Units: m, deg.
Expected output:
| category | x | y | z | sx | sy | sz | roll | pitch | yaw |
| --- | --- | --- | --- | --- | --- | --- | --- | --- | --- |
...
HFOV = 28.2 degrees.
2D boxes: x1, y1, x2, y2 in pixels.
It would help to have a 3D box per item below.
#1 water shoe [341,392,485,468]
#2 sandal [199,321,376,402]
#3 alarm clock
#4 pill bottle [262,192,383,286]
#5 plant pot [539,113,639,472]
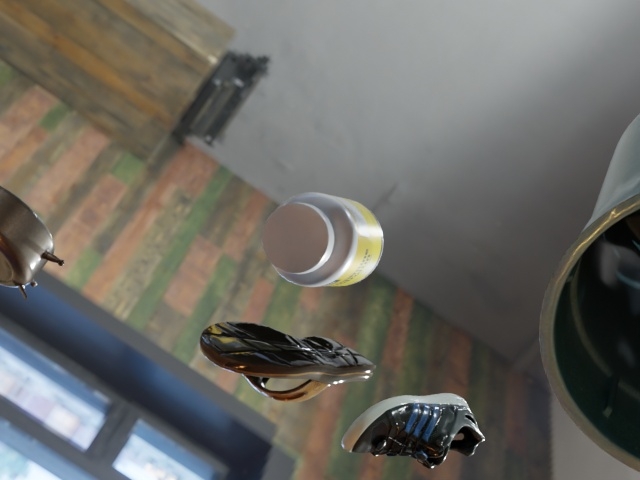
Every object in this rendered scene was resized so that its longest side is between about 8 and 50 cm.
| category | x | y | z | sx | sy | sz | roll | pitch | yaw |
| --- | --- | --- | --- | --- | --- | --- | --- | --- | --- |
| water shoe | 0.119 | 0.233 | 1.530 | 0.203 | 0.080 | 0.073 | -6 | 137 | -40 |
| sandal | -0.032 | 0.129 | 1.274 | 0.219 | 0.090 | 0.060 | 11 | 107 | -51 |
| alarm clock | -0.373 | -0.018 | 1.387 | 0.064 | 0.192 | 0.129 | -52 | -168 | -31 |
| pill bottle | 0.000 | 0.000 | 1.407 | 0.103 | 0.103 | 0.184 | -54 | 165 | 9 |
| plant pot | 0.408 | 0.016 | 1.274 | 0.341 | 0.341 | 0.334 | -51 | -174 | 32 |
